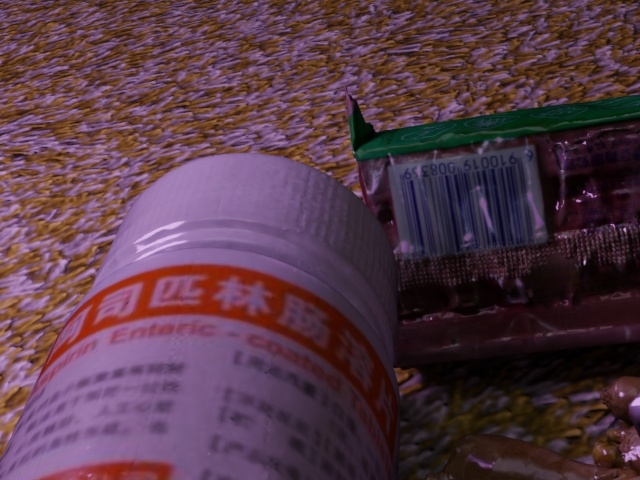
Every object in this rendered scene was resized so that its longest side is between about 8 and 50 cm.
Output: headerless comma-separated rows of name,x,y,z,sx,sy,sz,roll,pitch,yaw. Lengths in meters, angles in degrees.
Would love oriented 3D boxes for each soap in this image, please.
soap,0.159,-0.014,0.917,0.273,0.218,0.098,-8,15,13

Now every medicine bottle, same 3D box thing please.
medicine bottle,-0.061,0.122,0.751,0.211,0.211,0.371,-5,32,10

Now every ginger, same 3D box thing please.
ginger,0.163,0.134,0.811,0.176,0.052,0.193,6,34,36

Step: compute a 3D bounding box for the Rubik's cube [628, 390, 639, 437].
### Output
Rubik's cube,0.333,0.094,0.522,0.387,0.358,0.368,4,66,23
